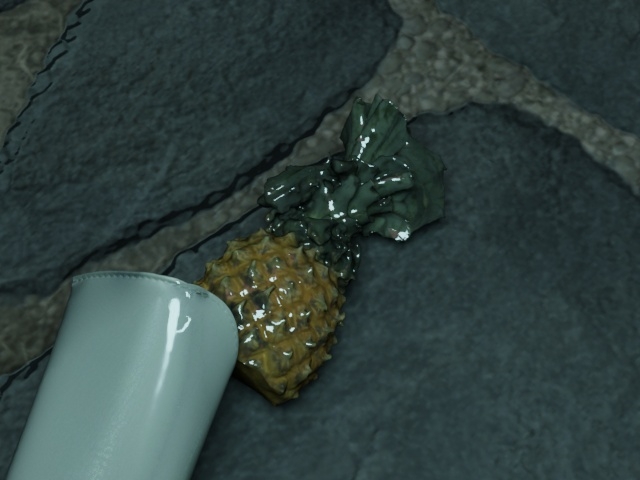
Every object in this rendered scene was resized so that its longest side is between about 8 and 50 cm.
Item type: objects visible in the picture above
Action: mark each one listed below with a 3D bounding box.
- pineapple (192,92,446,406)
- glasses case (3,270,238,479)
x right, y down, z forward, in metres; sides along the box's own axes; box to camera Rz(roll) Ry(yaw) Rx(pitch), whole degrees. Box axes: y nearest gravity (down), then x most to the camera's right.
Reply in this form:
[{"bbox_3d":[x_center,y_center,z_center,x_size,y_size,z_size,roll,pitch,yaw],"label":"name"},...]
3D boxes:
[{"bbox_3d":[0.000,0.000,0.995,0.111,0.119,0.237,25,70,27],"label":"pineapple"},{"bbox_3d":[-0.153,0.170,0.904,0.128,0.083,0.308,15,82,37],"label":"glasses case"}]
